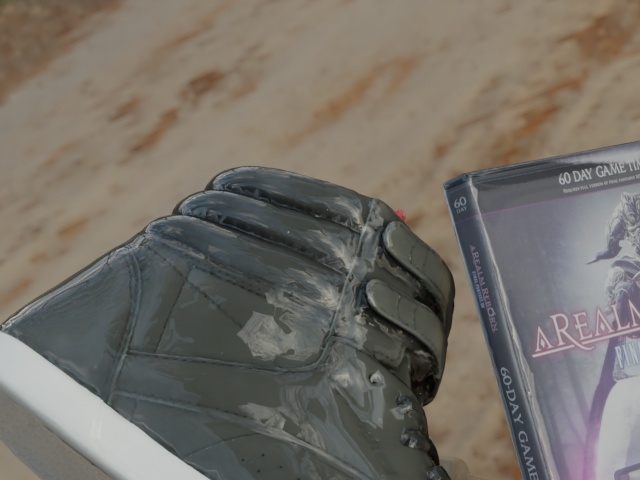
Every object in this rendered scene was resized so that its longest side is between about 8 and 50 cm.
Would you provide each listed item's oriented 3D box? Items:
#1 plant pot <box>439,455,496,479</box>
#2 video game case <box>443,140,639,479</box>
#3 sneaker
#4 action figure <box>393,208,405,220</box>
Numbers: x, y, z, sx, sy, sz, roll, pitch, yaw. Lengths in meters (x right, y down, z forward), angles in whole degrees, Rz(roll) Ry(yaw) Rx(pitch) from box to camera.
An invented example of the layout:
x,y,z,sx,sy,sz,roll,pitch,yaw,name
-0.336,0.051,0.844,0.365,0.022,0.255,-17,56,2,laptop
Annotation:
x,y,z,sx,sy,sz,roll,pitch,yaw,name
0.167,0.298,1.285,0.280,0.323,0.323,-1,25,11,plant pot
0.173,0.087,0.952,0.196,0.274,0.026,-11,-6,-35,video game case
0.026,0.074,0.674,0.296,0.104,0.147,33,66,24,sneaker
0.000,0.000,1.050,0.115,0.038,0.030,-4,-3,-39,action figure
